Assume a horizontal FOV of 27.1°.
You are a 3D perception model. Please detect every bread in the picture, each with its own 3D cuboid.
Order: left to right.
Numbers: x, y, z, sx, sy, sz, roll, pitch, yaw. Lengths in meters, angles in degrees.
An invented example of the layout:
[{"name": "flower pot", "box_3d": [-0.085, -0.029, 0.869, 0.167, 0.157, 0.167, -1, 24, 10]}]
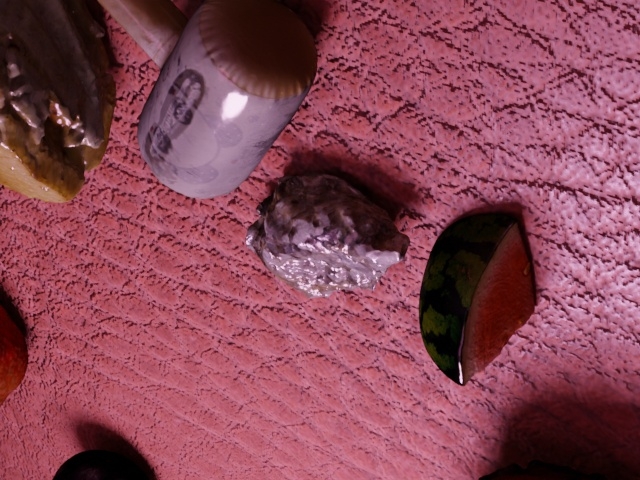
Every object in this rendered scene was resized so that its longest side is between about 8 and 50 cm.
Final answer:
[{"name": "bread", "box_3d": [-0.270, -0.152, 1.163, 0.124, 0.186, 0.257, 6, 142, 31]}]

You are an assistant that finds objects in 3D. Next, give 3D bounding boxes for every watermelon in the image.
[{"name": "watermelon", "box_3d": [0.138, 0.040, 1.076, 0.094, 0.125, 0.135, 18, 124, -14]}]

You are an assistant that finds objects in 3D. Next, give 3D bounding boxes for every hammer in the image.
[{"name": "hammer", "box_3d": [-0.146, -0.187, 1.089, 0.305, 0.113, 0.202, 47, 140, 4]}]

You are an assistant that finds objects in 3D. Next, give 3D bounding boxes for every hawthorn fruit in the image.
[{"name": "hawthorn fruit", "box_3d": [-0.461, 0.129, 1.610, 0.200, 0.179, 0.179, 46, 144, 18]}]

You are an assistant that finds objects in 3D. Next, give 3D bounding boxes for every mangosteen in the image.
[{"name": "mangosteen", "box_3d": [-0.281, 0.335, 1.647, 0.137, 0.151, 0.137, 22, 138, 21]}]

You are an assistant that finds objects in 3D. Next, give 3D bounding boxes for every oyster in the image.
[{"name": "oyster", "box_3d": [0.000, 0.000, 1.160, 0.125, 0.064, 0.177, 44, 144, -6]}]

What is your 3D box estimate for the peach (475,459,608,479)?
[{"name": "peach", "box_3d": [0.218, 0.352, 1.130, 0.362, 0.201, 0.257, 19, 113, 14]}]
